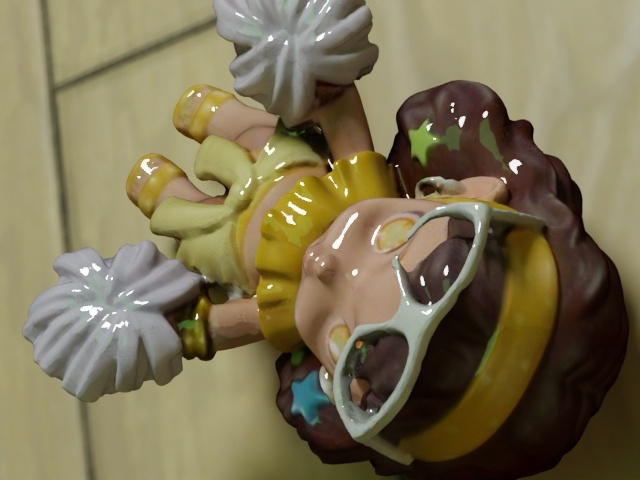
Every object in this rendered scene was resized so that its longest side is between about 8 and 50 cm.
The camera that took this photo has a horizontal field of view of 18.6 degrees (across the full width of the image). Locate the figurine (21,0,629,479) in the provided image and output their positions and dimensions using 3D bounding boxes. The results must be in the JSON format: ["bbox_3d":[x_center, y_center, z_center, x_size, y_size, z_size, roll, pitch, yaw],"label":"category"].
[{"bbox_3d":[0.001,0.001,0.675,0.240,0.116,0.175,32,93,42],"label":"figurine"}]
